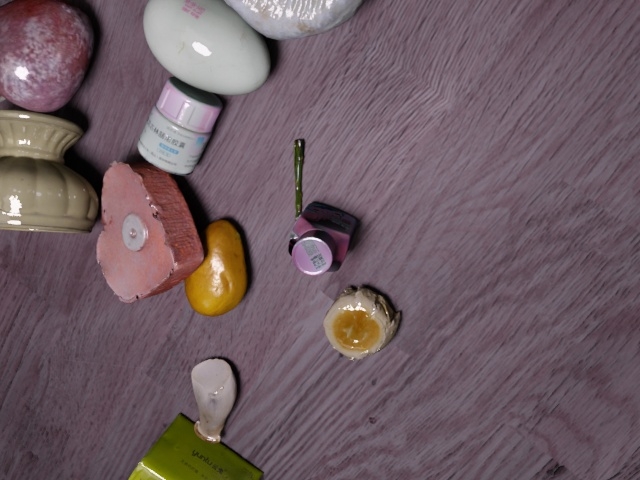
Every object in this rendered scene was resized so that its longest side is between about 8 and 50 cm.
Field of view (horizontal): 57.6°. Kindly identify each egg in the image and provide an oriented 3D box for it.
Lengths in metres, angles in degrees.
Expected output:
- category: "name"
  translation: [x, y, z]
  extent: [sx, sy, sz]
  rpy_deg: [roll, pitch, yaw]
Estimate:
- category: "egg"
  translation: [-0.216, -0.383, 1.123]
  extent: [0.264, 0.183, 0.183]
  rpy_deg: [33, 113, -4]

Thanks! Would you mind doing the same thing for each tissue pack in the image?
- category: "tissue pack"
  translation: [-0.321, 0.613, 1.467]
  extent: [0.274, 0.200, 0.167]
  rpy_deg: [36, 115, 2]

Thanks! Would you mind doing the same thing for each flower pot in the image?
- category: "flower pot"
  translation: [-0.635, -0.141, 1.275]
  extent: [0.307, 0.307, 0.244]
  rpy_deg: [4, 89, 15]

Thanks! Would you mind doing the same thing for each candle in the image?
- category: "candle"
  translation: [-0.365, -0.012, 1.287]
  extent: [0.287, 0.131, 0.317]
  rpy_deg: [22, 114, 37]

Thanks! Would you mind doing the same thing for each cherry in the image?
- category: "cherry"
  translation: [-0.600, -0.378, 1.206]
  extent: [0.285, 0.213, 0.236]
  rpy_deg: [-45, 78, 6]

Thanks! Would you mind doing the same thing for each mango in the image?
- category: "mango"
  translation: [-0.230, 0.065, 1.315]
  extent: [0.147, 0.109, 0.228]
  rpy_deg: [19, 103, 17]

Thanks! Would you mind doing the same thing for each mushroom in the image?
- category: "mushroom"
  translation: [-0.261, 0.404, 1.449]
  extent: [0.116, 0.093, 0.225]
  rpy_deg: [12, 120, 22]

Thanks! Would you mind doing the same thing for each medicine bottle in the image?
- category: "medicine bottle"
  translation: [0.000, 0.000, 1.179]
  extent: [0.119, 0.188, 0.095]
  rpy_deg: [20, 111, 4]
- category: "medicine bottle"
  translation: [-0.293, -0.239, 1.220]
  extent: [0.135, 0.135, 0.169]
  rpy_deg: [34, 112, 3]

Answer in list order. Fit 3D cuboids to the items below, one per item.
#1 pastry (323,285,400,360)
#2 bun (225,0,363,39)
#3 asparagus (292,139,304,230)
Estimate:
- category: "pastry"
  translation: [0.087, 0.182, 1.273]
  extent: [0.165, 0.088, 0.166]
  rpy_deg: [5, 111, 14]
- category: "bun"
  translation: [-0.041, -0.532, 1.019]
  extent: [0.354, 0.194, 0.355]
  rpy_deg: [4, 109, 11]
- category: "asparagus"
  translation: [-0.050, -0.101, 1.255]
  extent: [0.023, 0.022, 0.233]
  rpy_deg: [2, 108, -3]
